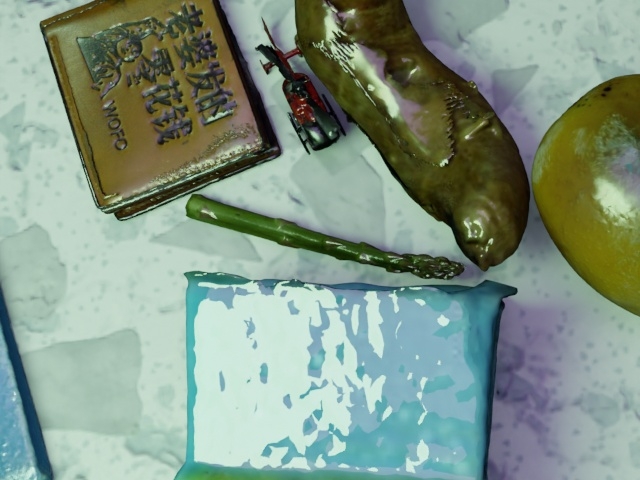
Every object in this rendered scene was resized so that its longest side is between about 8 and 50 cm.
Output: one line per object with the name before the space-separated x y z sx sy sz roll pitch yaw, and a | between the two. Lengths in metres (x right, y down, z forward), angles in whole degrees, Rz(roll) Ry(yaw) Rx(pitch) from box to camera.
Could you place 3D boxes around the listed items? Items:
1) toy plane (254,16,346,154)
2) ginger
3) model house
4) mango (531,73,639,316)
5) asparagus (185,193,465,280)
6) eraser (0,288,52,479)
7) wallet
toy plane | -0.018 -0.124 1.346 0.037 0.060 0.145 -28 60 0
ginger | 0.073 -0.115 1.296 0.107 0.133 0.309 -31 82 -17
model house | 0.022 0.167 1.197 0.237 0.215 0.303 2 81 7
mango | 0.315 -0.016 1.235 0.316 0.146 0.193 23 89 4
asparagus | 0.000 0.000 1.312 0.248 0.025 0.024 15 86 21
eraser | -0.329 0.078 1.345 0.144 0.042 0.312 -19 75 2
wallet | -0.139 -0.130 1.370 0.161 0.042 0.196 -20 75 2
